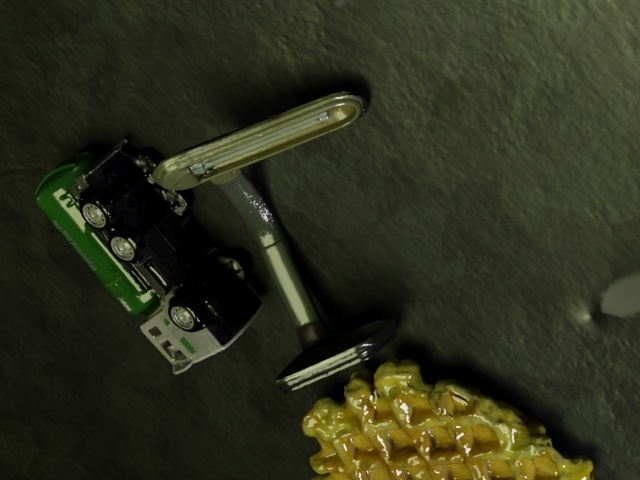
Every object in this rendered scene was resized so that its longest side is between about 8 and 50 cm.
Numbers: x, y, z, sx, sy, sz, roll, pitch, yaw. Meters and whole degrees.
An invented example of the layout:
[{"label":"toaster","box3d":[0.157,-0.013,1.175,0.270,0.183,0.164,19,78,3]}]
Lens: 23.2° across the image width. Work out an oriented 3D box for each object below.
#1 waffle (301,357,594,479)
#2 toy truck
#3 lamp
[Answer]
[{"label":"waffle","box3d":[0.125,0.260,1.594,0.325,0.068,0.302,30,132,9]},{"label":"toy truck","box3d":[-0.176,0.013,1.559,0.242,0.101,0.125,50,136,-8]},{"label":"lamp","box3d":[0.000,-0.004,1.461,0.203,0.124,0.283,-22,108,17]}]
